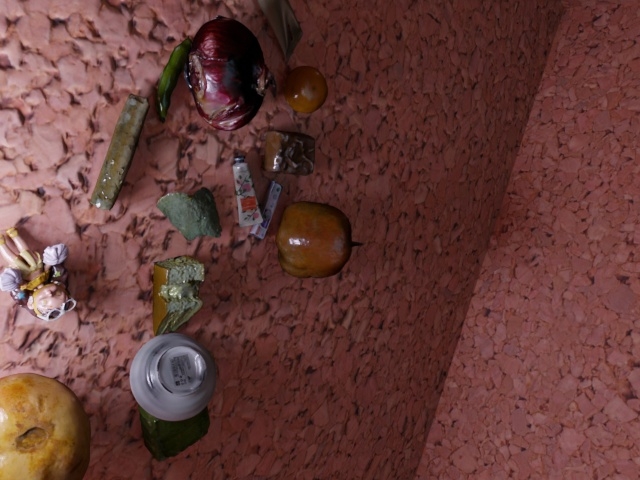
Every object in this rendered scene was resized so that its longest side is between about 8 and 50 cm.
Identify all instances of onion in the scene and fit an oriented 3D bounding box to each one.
[{"bbox_3d":[-0.245,-0.467,1.689,0.314,0.232,0.314,-1,90,-74],"label":"onion"}]

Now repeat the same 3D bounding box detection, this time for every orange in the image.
[{"bbox_3d":[-0.052,-0.501,2.007,0.156,0.124,0.156,-4,97,-32],"label":"orange"}]

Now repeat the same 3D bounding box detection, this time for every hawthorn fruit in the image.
[{"bbox_3d":[0.000,0.000,2.066,0.267,0.300,0.268,3,90,-73],"label":"hawthorn fruit"}]

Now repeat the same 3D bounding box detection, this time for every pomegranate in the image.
[{"bbox_3d":[-0.705,0.483,1.406,0.338,0.338,0.339,-17,113,-46],"label":"pomegranate"}]

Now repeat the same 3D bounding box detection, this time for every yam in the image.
[{"bbox_3d":[-0.522,-0.232,1.576,0.067,0.071,0.318,153,-44,-85],"label":"yam"}]

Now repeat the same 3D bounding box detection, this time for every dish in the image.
[{"bbox_3d":[-0.413,0.385,1.752,0.260,0.085,0.260,14,59,-25],"label":"dish"}]

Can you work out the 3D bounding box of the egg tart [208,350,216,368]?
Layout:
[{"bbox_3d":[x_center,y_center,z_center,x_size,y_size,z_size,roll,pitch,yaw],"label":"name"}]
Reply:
[{"bbox_3d":[-0.380,0.414,1.935,0.130,0.052,0.131,-12,106,-47],"label":"egg tart"}]

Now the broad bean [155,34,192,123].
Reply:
[{"bbox_3d":[-0.410,-0.451,1.663,0.065,0.046,0.255,25,82,-56],"label":"broad bean"}]

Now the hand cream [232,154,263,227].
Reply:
[{"bbox_3d":[-0.241,-0.156,1.936,0.080,0.050,0.234,-12,114,-9],"label":"hand cream"}]

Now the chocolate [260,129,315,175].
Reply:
[{"bbox_3d":[-0.097,-0.292,2.035,0.214,0.093,0.149,-4,105,-49],"label":"chocolate"}]

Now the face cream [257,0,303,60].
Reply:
[{"bbox_3d":[-0.143,-0.738,1.877,0.137,0.084,0.341,-66,147,-27],"label":"face cream"}]

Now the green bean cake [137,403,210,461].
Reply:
[{"bbox_3d":[-0.445,0.540,1.836,0.200,0.113,0.214,-27,128,-36],"label":"green bean cake"}]

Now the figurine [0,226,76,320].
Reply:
[{"bbox_3d":[-0.685,0.084,1.442,0.174,0.115,0.240,-41,123,-37],"label":"figurine"}]

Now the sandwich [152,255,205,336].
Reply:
[{"bbox_3d":[-0.422,0.171,1.764,0.122,0.128,0.236,-4,103,-40],"label":"sandwich"}]

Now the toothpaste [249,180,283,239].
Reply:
[{"bbox_3d":[-0.183,-0.104,2.028,0.047,0.040,0.197,28,78,-45],"label":"toothpaste"}]

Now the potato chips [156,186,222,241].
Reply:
[{"bbox_3d":[-0.379,-0.081,1.795,0.228,0.059,0.167,-7,115,-48],"label":"potato chips"}]
